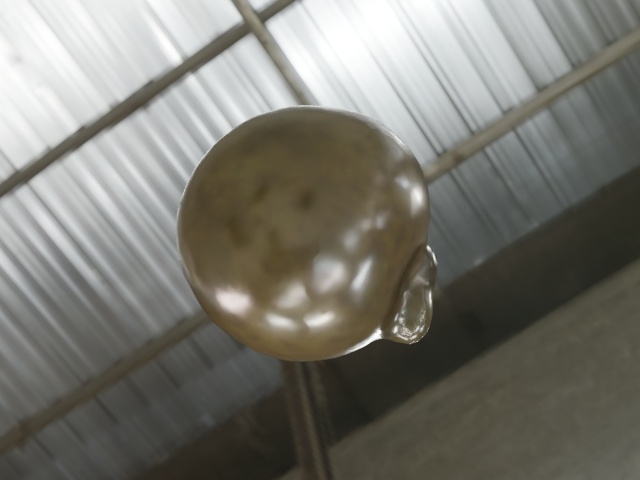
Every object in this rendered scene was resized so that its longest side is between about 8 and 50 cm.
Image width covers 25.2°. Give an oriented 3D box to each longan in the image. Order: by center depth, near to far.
[{"bbox_3d":[0.000,0.000,1.014,0.185,0.204,0.159,-51,-167,-2],"label":"longan"}]
